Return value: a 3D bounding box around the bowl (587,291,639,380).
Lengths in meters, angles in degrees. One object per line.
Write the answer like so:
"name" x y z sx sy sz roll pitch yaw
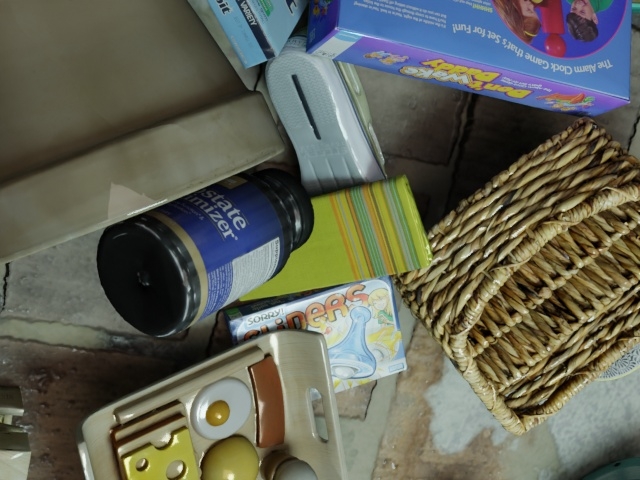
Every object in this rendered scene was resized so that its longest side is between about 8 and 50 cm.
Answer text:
"bowl" 0.352 0.084 1.410 0.170 0.080 0.170 -7 110 -18

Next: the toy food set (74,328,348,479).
"toy food set" -0.111 0.251 1.223 0.306 0.092 0.219 -22 115 -31

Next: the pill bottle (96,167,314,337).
"pill bottle" -0.106 0.002 1.110 0.219 0.123 0.122 -30 122 -49

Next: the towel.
"towel" 0.000 0.000 1.211 0.237 0.021 0.102 -12 102 25

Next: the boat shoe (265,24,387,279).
"boat shoe" 0.029 -0.096 1.224 0.094 0.109 0.302 -53 136 -44

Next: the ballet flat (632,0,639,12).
"ballet flat" 0.427 -0.297 1.313 0.231 0.077 0.077 5 90 -19

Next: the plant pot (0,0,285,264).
"plant pot" -0.227 -0.155 1.025 0.323 0.323 0.280 -21 96 -11

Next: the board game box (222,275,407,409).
"board game box" -0.004 0.119 1.321 0.201 0.035 0.136 -17 113 -13

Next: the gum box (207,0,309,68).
"gum box" -0.071 -0.277 1.084 0.041 0.184 0.157 -17 118 25

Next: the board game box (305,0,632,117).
"board game box" 0.165 -0.279 1.167 0.347 0.078 0.233 10 78 -22

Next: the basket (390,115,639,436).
"basket" 0.259 0.040 1.236 0.299 0.223 0.213 -37 161 -1

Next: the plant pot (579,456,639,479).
"plant pot" 0.446 0.439 1.478 0.272 0.271 0.255 -28 101 -9

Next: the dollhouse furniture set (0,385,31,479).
"dollhouse furniture set" -0.376 0.266 1.170 0.101 0.161 0.182 8 104 -21
